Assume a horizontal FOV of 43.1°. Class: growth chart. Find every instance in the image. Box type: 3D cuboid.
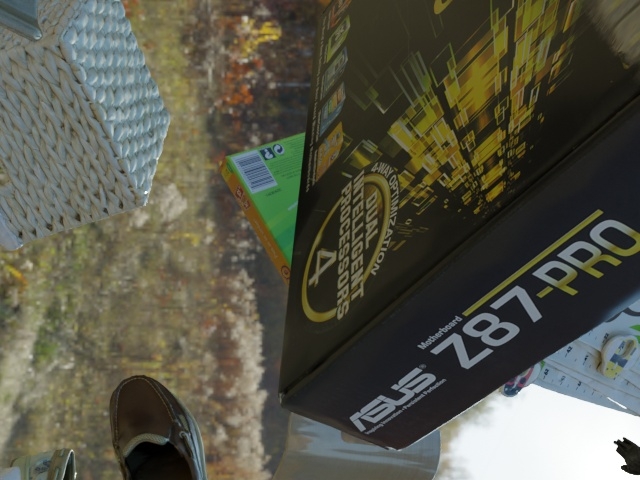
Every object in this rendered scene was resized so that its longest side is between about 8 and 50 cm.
[{"bbox_3d":[0.211,0.045,0.517,0.172,0.237,0.021,-67,-152,14],"label":"growth chart"}]

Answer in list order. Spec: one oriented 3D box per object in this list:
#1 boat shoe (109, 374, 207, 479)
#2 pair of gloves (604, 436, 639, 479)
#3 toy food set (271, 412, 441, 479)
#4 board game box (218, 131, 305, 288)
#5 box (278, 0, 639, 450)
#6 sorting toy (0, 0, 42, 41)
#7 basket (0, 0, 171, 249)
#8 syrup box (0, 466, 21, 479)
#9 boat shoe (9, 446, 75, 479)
[{"bbox_3d":[-0.169,0.226,0.855,0.257,0.095,0.095,52,-18,43],"label":"boat shoe"},{"bbox_3d":[0.328,0.257,0.866,0.074,0.010,0.083,-132,-128,-73],"label":"pair of gloves"},{"bbox_3d":[0.025,0.356,1.221,0.092,0.219,0.306,-91,-165,-44],"label":"toy food set"},{"bbox_3d":[0.000,0.000,0.922,0.259,0.124,0.039,57,-35,15],"label":"board game box"},{"bbox_3d":[0.106,-0.118,0.482,0.318,0.097,0.395,-42,-151,39],"label":"box"},{"bbox_3d":[-0.241,-0.253,0.549,0.307,0.041,0.229,19,62,-61],"label":"sorting toy"},{"bbox_3d":[-0.436,-0.223,1.330,0.331,0.266,0.328,-92,166,-55],"label":"basket"},{"bbox_3d":[-0.200,0.170,0.386,0.237,0.096,0.093,143,-59,-72],"label":"syrup box"},{"bbox_3d":[-0.382,0.423,1.149,0.104,0.089,0.285,87,-16,-51],"label":"boat shoe"}]
